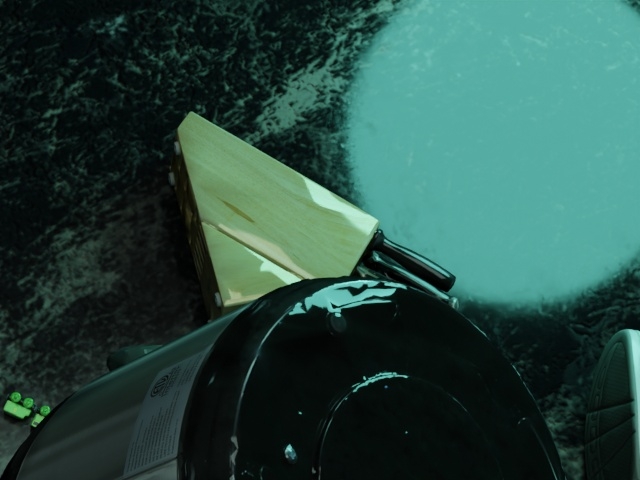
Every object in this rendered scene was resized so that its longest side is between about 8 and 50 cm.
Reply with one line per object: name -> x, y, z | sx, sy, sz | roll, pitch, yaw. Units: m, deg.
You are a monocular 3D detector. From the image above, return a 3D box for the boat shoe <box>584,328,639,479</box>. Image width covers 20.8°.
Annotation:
boat shoe -> 0.319, 0.239, 1.603 | 0.103, 0.118, 0.320 | -1, 70, -18

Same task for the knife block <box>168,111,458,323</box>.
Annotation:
knife block -> 0.000, 0.000, 1.665 | 0.242, 0.088, 0.275 | -10, 68, -16

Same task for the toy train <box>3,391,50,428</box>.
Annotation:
toy train -> -0.249, 0.163, 1.583 | 0.083, 0.017, 0.023 | 25, 73, 2

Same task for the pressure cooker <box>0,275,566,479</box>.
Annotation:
pressure cooker -> -0.058, 0.243, 1.377 | 0.370, 0.420, 0.375 | -25, 88, -46
